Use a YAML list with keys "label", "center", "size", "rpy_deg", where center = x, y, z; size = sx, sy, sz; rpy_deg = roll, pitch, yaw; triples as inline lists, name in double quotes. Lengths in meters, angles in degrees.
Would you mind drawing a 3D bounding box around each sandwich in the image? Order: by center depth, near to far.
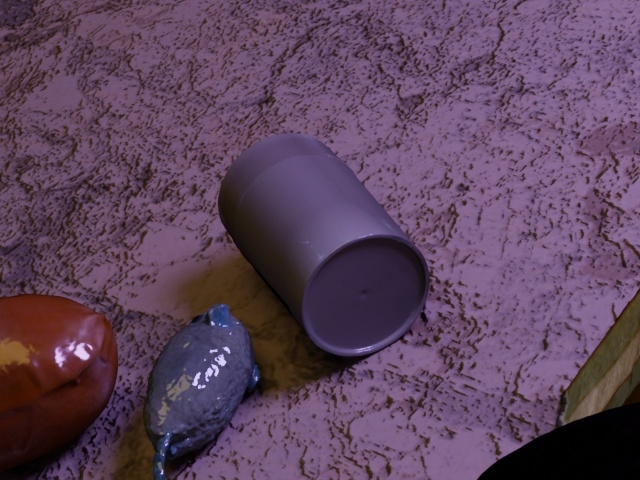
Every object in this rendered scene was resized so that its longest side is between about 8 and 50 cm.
- label: "sandwich"
  center: [0.206, 0.066, 1.281]
  size: [0.144, 0.187, 0.117]
  rpy_deg: [-4, 38, 16]

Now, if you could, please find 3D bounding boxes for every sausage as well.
- label: "sausage"
  center: [-0.277, 0.124, 1.529]
  size: [0.258, 0.133, 0.133]
  rpy_deg: [-17, 35, 5]

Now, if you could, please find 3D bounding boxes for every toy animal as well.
- label: "toy animal"
  center: [-0.094, 0.139, 1.456]
  size: [0.079, 0.070, 0.253]
  rpy_deg: [-26, 34, 25]

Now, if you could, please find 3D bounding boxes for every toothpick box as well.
- label: "toothpick box"
  center: [0.000, 0.000, 1.545]
  size: [0.111, 0.111, 0.180]
  rpy_deg: [-29, 36, -8]

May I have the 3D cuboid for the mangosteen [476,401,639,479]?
- label: "mangosteen"
  center: [0.223, 0.258, 0.906]
  size: [0.435, 0.382, 0.382]
  rpy_deg: [4, 19, -34]
